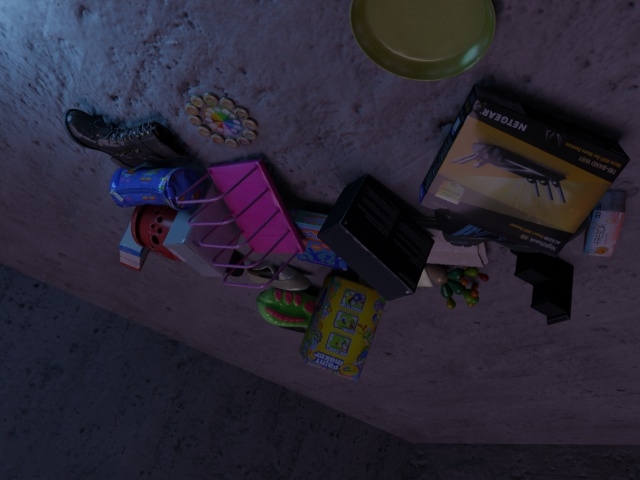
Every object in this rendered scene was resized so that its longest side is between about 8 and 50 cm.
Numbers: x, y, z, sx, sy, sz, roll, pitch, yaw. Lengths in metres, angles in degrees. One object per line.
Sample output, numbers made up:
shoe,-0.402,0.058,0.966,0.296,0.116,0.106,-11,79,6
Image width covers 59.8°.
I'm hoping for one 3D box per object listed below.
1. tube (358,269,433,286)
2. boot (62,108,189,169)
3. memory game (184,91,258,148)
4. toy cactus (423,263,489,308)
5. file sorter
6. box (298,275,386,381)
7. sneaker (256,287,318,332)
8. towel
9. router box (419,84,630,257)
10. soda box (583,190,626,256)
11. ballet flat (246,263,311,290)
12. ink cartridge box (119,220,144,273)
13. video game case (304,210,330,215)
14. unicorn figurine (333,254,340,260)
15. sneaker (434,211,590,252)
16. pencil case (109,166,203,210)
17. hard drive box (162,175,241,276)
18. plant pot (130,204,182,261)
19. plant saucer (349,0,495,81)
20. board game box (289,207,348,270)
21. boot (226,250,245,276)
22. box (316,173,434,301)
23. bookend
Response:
tube,0.226,0.109,1.711,0.240,0.062,0.070,-6,162,42
boot,-0.497,-0.276,1.438,0.229,0.091,0.263,-6,154,36
memory game,-0.238,-0.285,1.339,0.186,0.012,0.186,14,152,7
toy cactus,0.392,0.117,1.631,0.180,0.112,0.219,33,157,12
file sorter,-0.215,-0.038,1.478,0.202,0.182,0.291,1,127,40
box,0.066,0.273,1.789,0.177,0.279,0.290,20,173,-4
sneaker,-0.025,0.283,2.103,0.483,0.185,0.202,28,173,-22
towel,0.306,0.007,1.509,0.282,0.049,0.187,3,148,27
router box,0.382,-0.128,1.084,0.309,0.081,0.243,20,124,-4
soda box,0.629,-0.035,1.236,0.063,0.058,0.183,6,149,21
ballet flat,-0.153,0.122,1.958,0.248,0.086,0.086,5,149,25
ink cartridge box,-0.656,0.016,1.990,0.078,0.134,0.231,22,151,-9
video game case,0.071,-0.001,1.636,0.210,0.042,0.232,7,150,23
unicorn figurine,0.098,0.021,1.517,0.060,0.162,0.111,48,170,39
sneaker,0.418,-0.055,1.253,0.341,0.125,0.139,-4,143,34
pencil case,-0.472,-0.147,1.559,0.306,0.133,0.119,5,115,37
hard drive box,-0.320,-0.039,1.593,0.089,0.232,0.181,-2,145,33
plant pot,-0.477,-0.043,1.724,0.174,0.191,0.191,12,152,15
plant saucer,0.169,-0.369,0.926,0.241,0.037,0.241,14,151,8
board game box,0.000,0.000,1.583,0.160,0.047,0.210,12,149,16
boot,-0.395,0.056,1.990,0.246,0.083,0.161,33,156,-16
box,0.142,-0.004,1.379,0.261,0.184,0.103,43,139,-17
bookend,0.564,0.111,1.430,0.156,0.157,0.072,26,151,-17
